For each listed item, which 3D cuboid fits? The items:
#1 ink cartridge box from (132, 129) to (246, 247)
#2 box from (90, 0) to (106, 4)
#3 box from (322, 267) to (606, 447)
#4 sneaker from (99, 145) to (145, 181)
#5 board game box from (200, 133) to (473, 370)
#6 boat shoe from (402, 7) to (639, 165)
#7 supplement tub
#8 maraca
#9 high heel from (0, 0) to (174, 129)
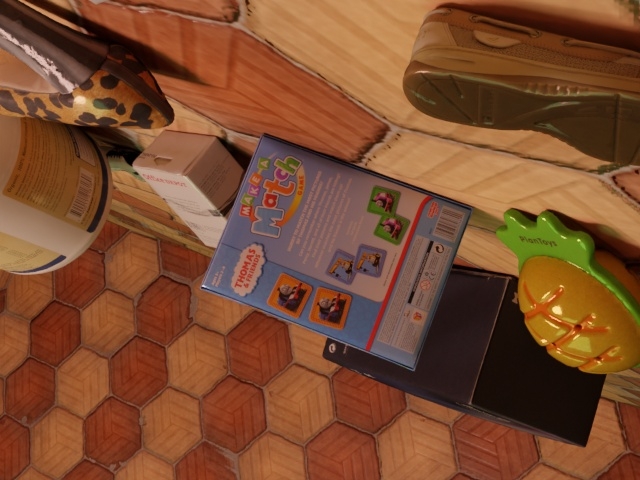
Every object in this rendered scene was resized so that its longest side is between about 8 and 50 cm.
[{"bbox_3d":[-0.128,-0.054,0.881,0.109,0.063,0.150,13,151,44],"label":"ink cartridge box"},{"bbox_3d":[-0.113,-0.162,0.318,0.145,0.038,0.186,27,169,-39],"label":"box"},{"bbox_3d":[0.218,0.161,1.127,0.296,0.182,0.294,26,167,-37],"label":"box"},{"bbox_3d":[-0.291,-0.122,1.118,0.109,0.040,0.043,16,155,14],"label":"sneaker"},{"bbox_3d":[0.015,0.010,0.715,0.212,0.160,0.039,21,174,6],"label":"board game box"},{"bbox_3d":[0.116,-0.072,0.343,0.153,0.048,0.056,12,158,14],"label":"boat shoe"},{"bbox_3d":[-0.435,-0.093,0.958,0.229,0.228,0.316,18,172,19],"label":"supplement tub"},{"bbox_3d":[0.222,0.045,0.667,0.185,0.099,0.127,53,157,-21],"label":"maraca"},{"bbox_3d":[-0.239,-0.124,0.693,0.186,0.093,0.261,30,161,-16],"label":"high heel"}]
